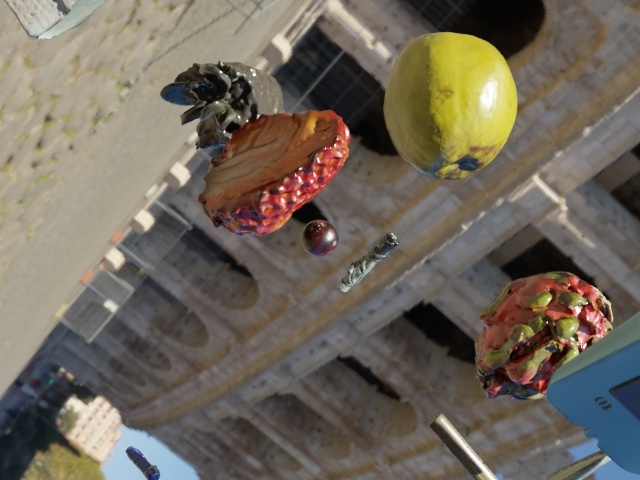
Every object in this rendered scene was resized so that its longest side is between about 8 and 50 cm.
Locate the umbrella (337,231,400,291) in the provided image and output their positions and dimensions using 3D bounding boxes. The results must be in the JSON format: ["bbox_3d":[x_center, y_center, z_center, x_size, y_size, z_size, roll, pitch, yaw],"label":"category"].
[{"bbox_3d":[0.107,0.049,1.740,0.188,0.050,0.046,-43,-153,23],"label":"umbrella"}]

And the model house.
[{"bbox_3d":[-0.249,-0.254,0.684,0.101,0.100,0.088,-34,-165,15],"label":"model house"}]

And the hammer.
[{"bbox_3d":[0.326,0.470,1.368,0.111,0.365,0.043,-40,178,-8],"label":"hammer"}]

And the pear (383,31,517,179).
[{"bbox_3d":[0.145,-0.150,0.828,0.149,0.149,0.162,150,-59,-66],"label":"pear"}]

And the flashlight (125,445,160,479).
[{"bbox_3d":[-0.396,0.506,1.678,0.035,0.121,0.057,-38,142,-24],"label":"flashlight"}]

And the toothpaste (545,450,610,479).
[{"bbox_3d":[0.484,0.426,1.380,0.067,0.037,0.255,-15,153,-31],"label":"toothpaste"}]

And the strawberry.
[{"bbox_3d":[-0.079,-0.127,1.483,0.336,0.149,0.265,-20,-138,24],"label":"strawberry"}]

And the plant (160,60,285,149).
[{"bbox_3d":[-0.210,-0.298,1.659,0.199,0.188,0.276,3,-173,29],"label":"plant"}]

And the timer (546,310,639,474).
[{"bbox_3d":[0.516,0.241,1.170,0.250,0.232,0.091,-43,-172,39],"label":"timer"}]

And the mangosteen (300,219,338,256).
[{"bbox_3d":[-0.001,-0.002,1.559,0.081,0.081,0.081,-48,-171,10],"label":"mangosteen"}]

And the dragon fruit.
[{"bbox_3d":[0.438,0.198,1.483,0.303,0.231,0.237,-33,-151,0],"label":"dragon fruit"}]
